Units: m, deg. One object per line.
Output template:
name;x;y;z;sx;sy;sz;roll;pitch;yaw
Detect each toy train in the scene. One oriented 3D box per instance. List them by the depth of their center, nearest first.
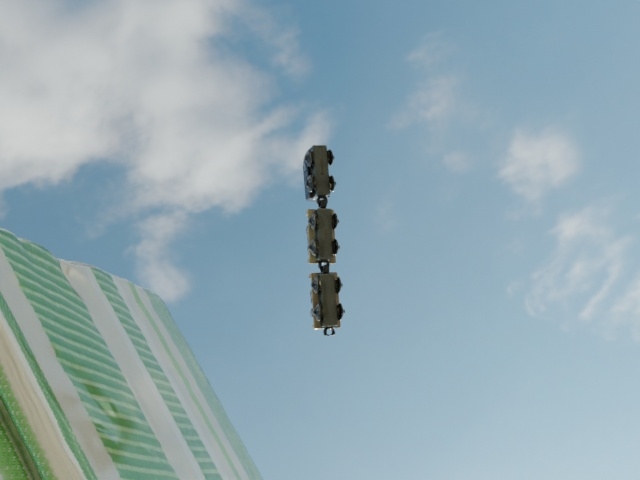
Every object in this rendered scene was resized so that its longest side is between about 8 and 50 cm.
toy train;0.000;0.000;0.677;0.027;0.036;0.158;-1;-99;-17

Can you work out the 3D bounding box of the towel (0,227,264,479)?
towel;-0.105;0.115;0.485;0.038;0.325;0.248;-32;-102;0
